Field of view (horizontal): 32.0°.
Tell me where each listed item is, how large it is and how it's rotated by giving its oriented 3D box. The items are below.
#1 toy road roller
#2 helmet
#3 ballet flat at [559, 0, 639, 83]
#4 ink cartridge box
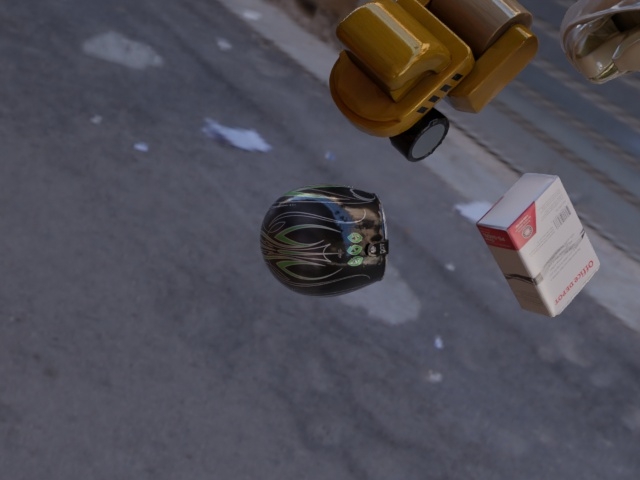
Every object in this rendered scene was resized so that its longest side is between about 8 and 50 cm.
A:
[{"bbox_3d":[0.162,-0.302,1.741,0.202,0.329,0.240,47,1,23],"label":"toy road roller"},{"bbox_3d":[0.000,0.000,1.503,0.162,0.169,0.169,-3,31,-9],"label":"helmet"},{"bbox_3d":[0.440,-0.290,1.600,0.139,0.139,0.400,9,-3,-22],"label":"ballet flat"},{"bbox_3d":[0.280,0.006,1.428,0.109,0.150,0.063,-44,29,-22],"label":"ink cartridge box"}]
